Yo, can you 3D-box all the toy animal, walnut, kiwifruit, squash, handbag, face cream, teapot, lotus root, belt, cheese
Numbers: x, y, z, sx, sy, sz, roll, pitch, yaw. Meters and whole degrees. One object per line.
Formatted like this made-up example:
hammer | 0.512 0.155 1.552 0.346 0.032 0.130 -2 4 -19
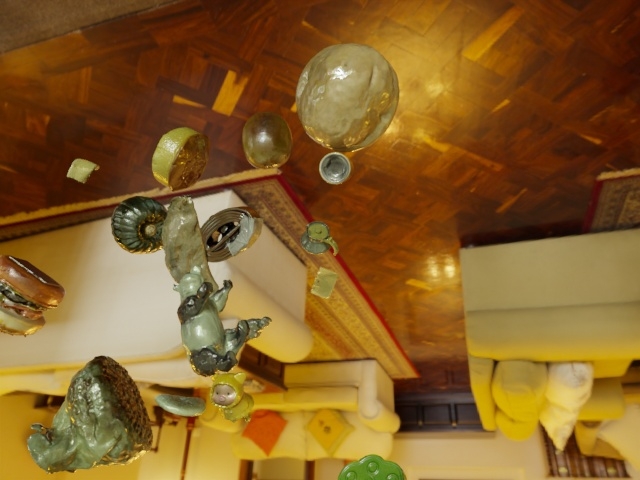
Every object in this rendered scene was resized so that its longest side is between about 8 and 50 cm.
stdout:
toy animal | -0.337 0.607 1.832 0.156 0.156 0.229 -6 114 15
walnut | 0.088 -0.488 1.625 0.382 0.380 0.381 2 150 1
kiwifruit | -0.208 -0.382 1.848 0.196 0.233 0.196 -1 154 0
squash | -0.631 -0.052 1.685 0.173 0.218 0.218 -2 151 24
handbag | 0.011 0.123 1.383 0.061 0.083 0.027 20 -175 -3
face cream | 0.064 -0.254 1.679 0.105 0.104 0.348 -1 -172 6
teapot | 0.000 0.000 1.939 0.166 0.130 0.119 29 145 14
toy animal | -0.219 0.151 0.914 0.121 0.225 0.094 -29 165 24
lotus root | 0.130 0.583 1.016 0.186 0.186 0.186 2 150 1
belt | -0.423 -0.030 2.203 0.339 0.217 0.122 -34 176 19
cheese | -0.641 -0.192 1.281 0.060 0.084 0.041 25 130 -17

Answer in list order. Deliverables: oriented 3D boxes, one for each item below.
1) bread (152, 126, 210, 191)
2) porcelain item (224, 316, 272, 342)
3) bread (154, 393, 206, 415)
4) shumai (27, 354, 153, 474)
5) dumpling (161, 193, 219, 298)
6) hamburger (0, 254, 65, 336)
bread | -0.551 -0.321 1.900 0.148 0.269 0.269 28 152 9
porcelain item | -0.232 0.295 1.550 0.216 0.069 0.081 -30 127 34
bread | -0.498 0.602 1.734 0.193 0.036 0.112 18 -178 -32
shumai | -0.805 0.638 1.651 0.348 0.395 0.395 -29 150 -8
dumpling | -0.414 0.034 1.394 0.166 0.086 0.331 -5 109 17
hamburger | -1.071 0.196 1.663 0.291 0.225 0.291 35 170 7
